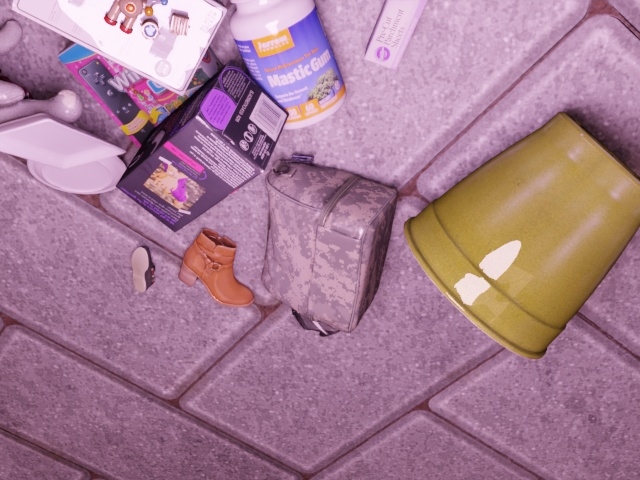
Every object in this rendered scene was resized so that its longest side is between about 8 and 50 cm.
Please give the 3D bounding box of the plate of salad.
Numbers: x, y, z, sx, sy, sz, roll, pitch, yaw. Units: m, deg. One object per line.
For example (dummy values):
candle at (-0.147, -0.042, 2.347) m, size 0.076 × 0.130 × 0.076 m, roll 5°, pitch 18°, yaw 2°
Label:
plate of salad at (-0.508, -0.157, 1.448) m, size 0.200 × 0.048 × 0.200 m, roll -3°, pitch 154°, yaw -1°

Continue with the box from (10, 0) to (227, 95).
box at (-0.318, -0.379, 1.106) m, size 0.290 × 0.087 × 0.169 m, roll 23°, pitch 110°, yaw -25°

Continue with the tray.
tray at (-0.479, -0.180, 1.249) m, size 0.145 × 0.270 × 0.030 m, roll -12°, pitch 84°, yaw 10°

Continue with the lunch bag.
lunch bag at (0.000, 0.000, 1.420) m, size 0.256 × 0.212 × 0.305 m, roll 18°, pitch 127°, yaw 15°

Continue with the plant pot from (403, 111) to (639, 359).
plant pot at (0.408, -0.035, 1.282) m, size 0.366 × 0.366 × 0.353 m, roll 34°, pitch 112°, yaw -18°

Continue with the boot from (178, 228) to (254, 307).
boot at (-0.220, 0.066, 1.590) m, size 0.197 × 0.073 × 0.152 m, roll 24°, pitch 123°, yaw -14°

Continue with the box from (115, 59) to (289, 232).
box at (-0.207, -0.157, 1.201) m, size 0.143 × 0.165 × 0.270 m, roll 41°, pitch 136°, yaw -23°

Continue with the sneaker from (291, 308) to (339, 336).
sneaker at (-0.036, 0.158, 1.631) m, size 0.106 × 0.078 × 0.234 m, roll -37°, pitch 117°, yaw 27°

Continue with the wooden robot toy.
wooden robot toy at (-0.281, -0.343, 1.037) m, size 0.173 × 0.079 × 0.076 m, roll 24°, pitch 109°, yaw -24°

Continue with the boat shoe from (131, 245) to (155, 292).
boat shoe at (-0.418, 0.063, 1.633) m, size 0.049 × 0.042 × 0.133 m, roll 27°, pitch 130°, yaw 19°

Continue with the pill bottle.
pill bottle at (-0.066, -0.344, 1.194) m, size 0.152 × 0.152 × 0.272 m, roll -13°, pitch 126°, yaw 17°

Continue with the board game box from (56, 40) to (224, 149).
board game box at (-0.300, -0.295, 1.301) m, size 0.224 × 0.097 × 0.303 m, roll -25°, pitch 121°, yaw 23°

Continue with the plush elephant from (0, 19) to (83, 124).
plush elephant at (-0.634, -0.302, 1.268) m, size 0.330 × 0.272 × 0.255 m, roll -12°, pitch 91°, yaw -23°

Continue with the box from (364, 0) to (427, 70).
box at (0.161, -0.443, 1.142) m, size 0.067 × 0.063 × 0.324 m, roll 20°, pitch 128°, yaw -7°
